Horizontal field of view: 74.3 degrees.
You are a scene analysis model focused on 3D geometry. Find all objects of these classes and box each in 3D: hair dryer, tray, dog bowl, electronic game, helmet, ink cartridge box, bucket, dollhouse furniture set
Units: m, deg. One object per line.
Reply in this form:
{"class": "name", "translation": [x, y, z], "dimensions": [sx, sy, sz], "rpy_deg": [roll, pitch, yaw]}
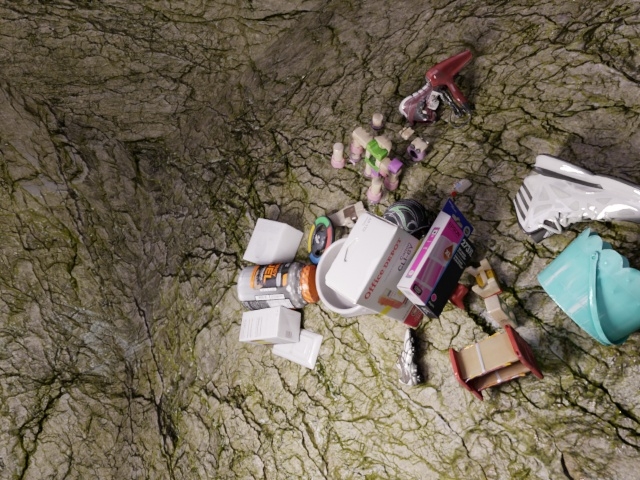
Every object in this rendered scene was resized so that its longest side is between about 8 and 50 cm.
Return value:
{"class": "hair dryer", "translation": [0.524, -0.618, 1.698], "dimensions": [0.224, 0.080, 0.293], "rpy_deg": [19, 104, 4]}
{"class": "tray", "translation": [-0.113, 0.455, 1.855], "dimensions": [0.270, 0.030, 0.145], "rpy_deg": [6, 75, 44]}
{"class": "dog bowl", "translation": [0.127, 0.144, 1.705], "dimensions": [0.349, 0.102, 0.348], "rpy_deg": [-11, 72, 38]}
{"class": "electronic game", "translation": [0.000, 0.000, 1.913], "dimensions": [0.229, 0.048, 0.229], "rpy_deg": [-29, 56, 57]}
{"class": "helmet", "translation": [0.327, -0.080, 1.620], "dimensions": [0.169, 0.169, 0.161], "rpy_deg": [-37, 64, 23]}
{"class": "ink cartridge box", "translation": [0.402, 0.053, 1.381], "dimensions": [0.069, 0.176, 0.371], "rpy_deg": [2, 54, 56]}
{"class": "bucket", "translation": [0.722, 0.122, 1.085], "dimensions": [0.183, 0.281, 0.281], "rpy_deg": [-50, 44, 25]}
{"class": "dollhouse furniture set", "translation": [0.509, 0.270, 1.321], "dimensions": [0.201, 0.152, 0.374], "rpy_deg": [-32, 34, 28]}
{"class": "ink cartridge box", "translation": [0.240, 0.110, 1.443], "dimensions": [0.160, 0.385, 0.279], "rpy_deg": [30, 92, 46]}

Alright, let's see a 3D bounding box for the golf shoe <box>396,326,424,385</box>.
{"class": "golf shoe", "translation": [0.300, 0.401, 1.469], "dimensions": [0.094, 0.077, 0.198], "rpy_deg": [-19, 57, 36]}

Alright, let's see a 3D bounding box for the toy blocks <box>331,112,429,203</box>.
{"class": "toy blocks", "translation": [0.242, -0.334, 1.812], "dimensions": [0.309, 0.260, 0.288], "rpy_deg": [-41, 73, -12]}

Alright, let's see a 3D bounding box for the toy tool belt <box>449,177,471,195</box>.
{"class": "toy tool belt", "translation": [0.522, -0.202, 1.587], "dimensions": [0.083, 0.052, 0.051], "rpy_deg": [-39, 17, 18]}

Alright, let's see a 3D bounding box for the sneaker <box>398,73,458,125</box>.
{"class": "sneaker", "translation": [0.484, -0.584, 1.785], "dimensions": [0.281, 0.106, 0.162], "rpy_deg": [-35, 66, 24]}

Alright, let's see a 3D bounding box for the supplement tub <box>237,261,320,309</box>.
{"class": "supplement tub", "translation": [-0.179, 0.202, 1.876], "dimensions": [0.338, 0.207, 0.207], "rpy_deg": [-6, 64, 20]}

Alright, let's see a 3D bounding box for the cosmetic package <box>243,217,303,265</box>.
{"class": "cosmetic package", "translation": [-0.235, 0.026, 2.098], "dimensions": [0.224, 0.138, 0.224], "rpy_deg": [14, 82, 45]}

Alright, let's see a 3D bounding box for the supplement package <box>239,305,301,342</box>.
{"class": "supplement package", "translation": [-0.224, 0.384, 1.869], "dimensions": [0.244, 0.139, 0.134], "rpy_deg": [-16, 59, 38]}

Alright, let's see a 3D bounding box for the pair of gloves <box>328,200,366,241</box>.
{"class": "pair of gloves", "translation": [0.130, -0.048, 1.870], "dimensions": [0.204, 0.042, 0.240], "rpy_deg": [-28, 55, 25]}

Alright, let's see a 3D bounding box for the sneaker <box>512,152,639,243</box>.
{"class": "sneaker", "translation": [0.767, -0.068, 1.238], "dimensions": [0.257, 0.169, 0.447], "rpy_deg": [-61, 35, 13]}
